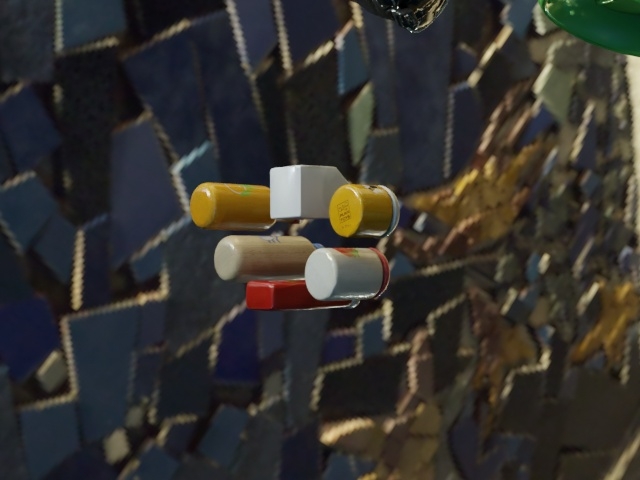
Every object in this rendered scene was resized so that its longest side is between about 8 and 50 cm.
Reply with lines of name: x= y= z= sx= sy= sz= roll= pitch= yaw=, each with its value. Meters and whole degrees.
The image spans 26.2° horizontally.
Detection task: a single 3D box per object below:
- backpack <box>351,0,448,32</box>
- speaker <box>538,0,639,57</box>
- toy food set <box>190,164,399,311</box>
backpack: x=0.095 y=-0.362 z=1.335 sx=0.191 sy=0.253 sz=0.225 roll=40 pitch=173 yaw=33
speaker: x=0.235 y=-0.272 z=0.875 sx=0.131 sy=0.296 sz=0.131 roll=19 pitch=173 yaw=3
toy food set: x=0.000 y=0.000 z=1.097 sx=0.104 sy=0.111 sz=0.232 roll=0 pitch=178 yaw=-38
